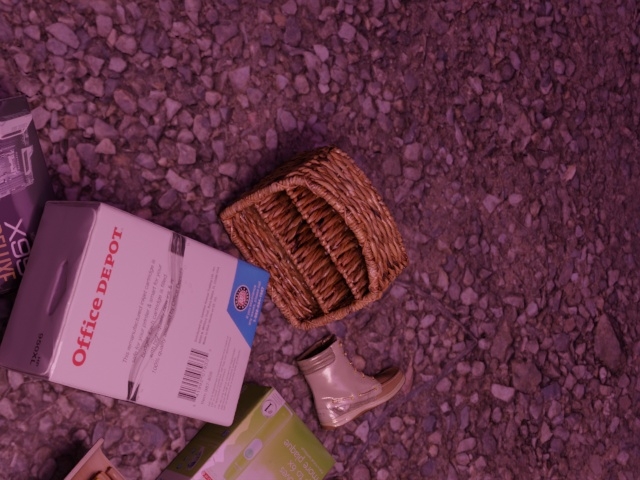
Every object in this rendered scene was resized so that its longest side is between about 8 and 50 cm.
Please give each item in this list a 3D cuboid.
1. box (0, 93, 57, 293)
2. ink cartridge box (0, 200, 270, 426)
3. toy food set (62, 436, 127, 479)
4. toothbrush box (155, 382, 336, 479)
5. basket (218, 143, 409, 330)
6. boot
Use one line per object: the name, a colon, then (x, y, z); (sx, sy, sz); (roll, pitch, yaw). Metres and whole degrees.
box: (-0.560, -0.062, 1.706); (0.242, 0.076, 0.308); (-18, 97, -33)
ink cartridge box: (-0.302, 0.127, 1.756); (0.395, 0.166, 0.286); (26, 74, -45)
toy food set: (-0.334, 0.507, 1.727); (0.306, 0.092, 0.220); (52, 49, -16)
toothbrush box: (-0.143, 0.434, 1.921); (0.283, 0.122, 0.206); (-46, 110, -24)
basket: (0.000, 0.000, 1.978); (0.223, 0.213, 0.299); (-40, 108, -28)
boot: (0.063, 0.259, 2.087); (0.213, 0.077, 0.165); (-27, 100, -28)
